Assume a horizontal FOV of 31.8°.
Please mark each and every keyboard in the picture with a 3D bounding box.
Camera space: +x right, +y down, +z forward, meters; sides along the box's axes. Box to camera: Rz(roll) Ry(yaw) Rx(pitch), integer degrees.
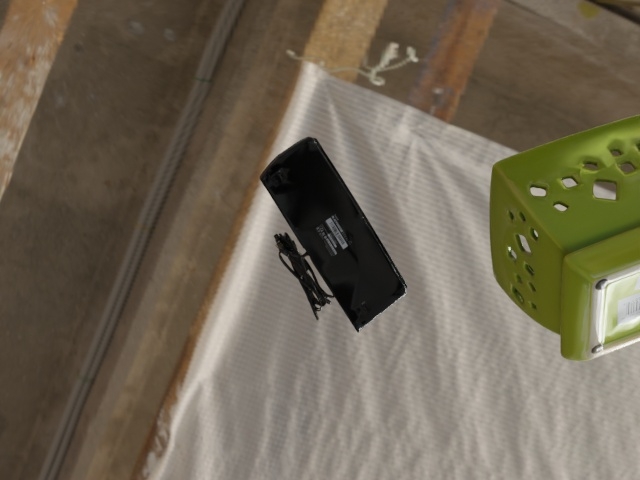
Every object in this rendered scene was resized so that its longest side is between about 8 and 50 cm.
[{"bbox_3d":[0.000,0.000,1.113,0.100,0.038,0.192,-35,-78,-17],"label":"keyboard"}]

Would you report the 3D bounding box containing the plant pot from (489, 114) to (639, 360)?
[{"bbox_3d":[0.359,0.009,1.414,0.228,0.207,0.227,-20,-44,-8],"label":"plant pot"}]
